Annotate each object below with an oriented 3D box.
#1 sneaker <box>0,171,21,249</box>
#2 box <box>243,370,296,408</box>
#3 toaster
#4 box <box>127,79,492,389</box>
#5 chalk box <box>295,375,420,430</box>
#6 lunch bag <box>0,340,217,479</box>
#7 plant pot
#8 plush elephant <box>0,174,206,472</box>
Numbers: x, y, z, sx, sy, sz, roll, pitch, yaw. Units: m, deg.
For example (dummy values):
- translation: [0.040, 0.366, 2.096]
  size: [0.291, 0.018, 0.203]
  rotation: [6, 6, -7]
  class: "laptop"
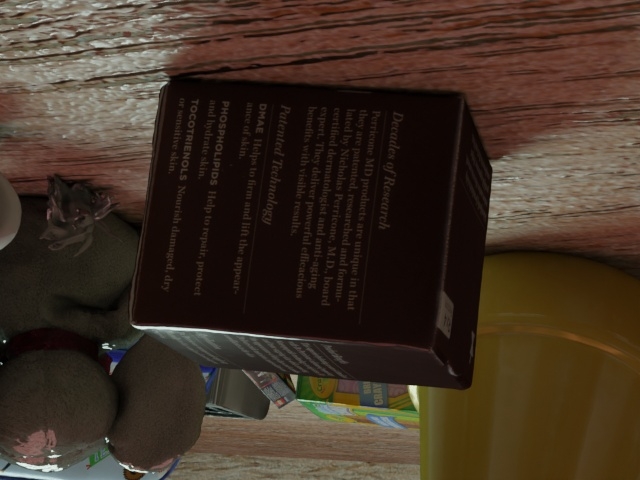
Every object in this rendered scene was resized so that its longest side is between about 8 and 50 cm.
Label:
- translation: [-0.313, -0.024, 1.350]
  size: [0.295, 0.105, 0.147]
  rotation: [5, 171, 39]
  class: "sneaker"
- translation: [-0.076, 0.102, 1.703]
  size: [0.027, 0.094, 0.137]
  rotation: [-31, 133, 8]
  class: "box"
- translation: [-0.161, 0.158, 2.060]
  size: [0.168, 0.110, 0.185]
  rotation: [1, 166, 24]
  class: "toaster"
- translation: [0.000, 0.000, 1.107]
  size: [0.203, 0.167, 0.168]
  rotation: [4, 167, 13]
  class: "box"
- translation: [0.050, 0.121, 1.716]
  size: [0.213, 0.132, 0.132]
  rotation: [4, 167, 15]
  class: "chalk box"
- translation: [-0.264, 0.149, 1.803]
  size: [0.303, 0.243, 0.115]
  rotation: [13, -162, -42]
  class: "lunch bag"
- translation: [0.190, 0.178, 1.456]
  size: [0.254, 0.239, 0.254]
  rotation: [10, 144, 8]
  class: "plant pot"
- translation: [-0.238, 0.103, 1.502]
  size: [0.271, 0.255, 0.330]
  rotation: [8, 168, -6]
  class: "plush elephant"
